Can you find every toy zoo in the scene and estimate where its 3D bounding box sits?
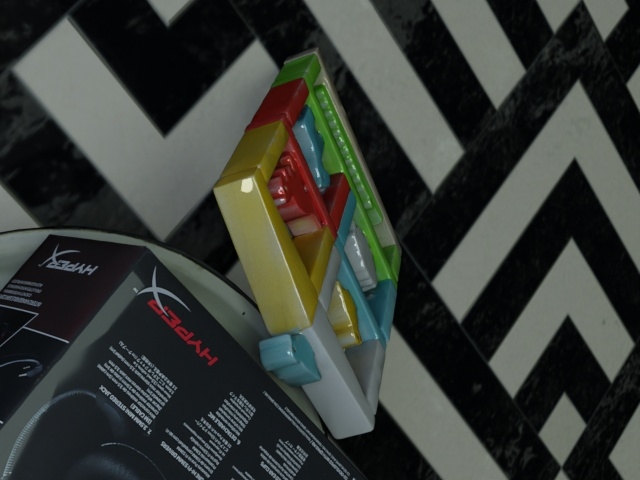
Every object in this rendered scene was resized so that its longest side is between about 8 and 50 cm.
[{"bbox_3d":[0.000,0.000,0.747,0.293,0.030,0.192,-72,141,-62],"label":"toy zoo"}]

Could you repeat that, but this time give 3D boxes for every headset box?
[{"bbox_3d":[-0.131,0.177,0.523,0.218,0.110,0.293,50,64,-30],"label":"headset box"}]

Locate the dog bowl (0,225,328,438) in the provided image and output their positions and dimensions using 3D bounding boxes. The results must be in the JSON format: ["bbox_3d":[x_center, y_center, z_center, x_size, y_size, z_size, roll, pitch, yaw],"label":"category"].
[{"bbox_3d":[-0.191,0.191,0.644,0.408,0.150,0.408,-3,95,-39],"label":"dog bowl"}]
